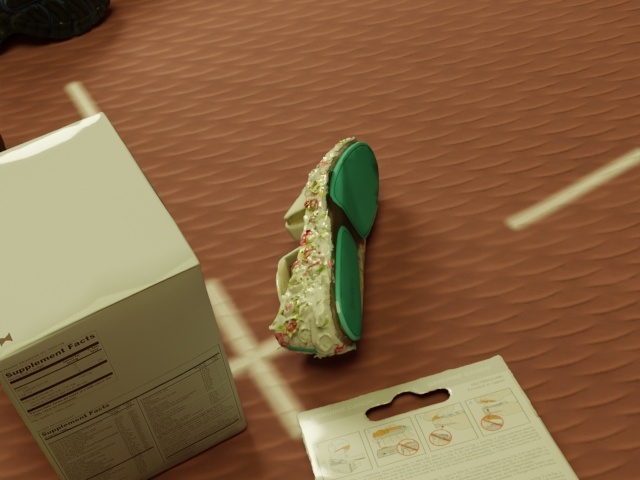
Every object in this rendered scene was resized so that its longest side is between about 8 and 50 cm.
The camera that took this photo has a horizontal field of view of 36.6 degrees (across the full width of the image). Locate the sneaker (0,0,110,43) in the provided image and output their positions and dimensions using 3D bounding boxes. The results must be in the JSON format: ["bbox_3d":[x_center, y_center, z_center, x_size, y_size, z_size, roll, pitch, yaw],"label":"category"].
[{"bbox_3d":[-0.361,-0.285,1.156,0.221,0.083,0.087,-13,40,-9],"label":"sneaker"}]

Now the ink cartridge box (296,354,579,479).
[{"bbox_3d":[0.090,0.189,0.699,0.181,0.056,0.224,-15,29,-6],"label":"ink cartridge box"}]

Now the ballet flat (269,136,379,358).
[{"bbox_3d":[0.000,0.000,0.850,0.077,0.091,0.241,-15,40,24],"label":"ballet flat"}]

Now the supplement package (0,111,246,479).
[{"bbox_3d":[-0.174,0.053,0.739,0.149,0.203,0.194,-26,50,-15],"label":"supplement package"}]

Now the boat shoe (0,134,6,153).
[{"bbox_3d":[-0.340,-0.028,0.912,0.096,0.098,0.277,-20,38,-8],"label":"boat shoe"}]
